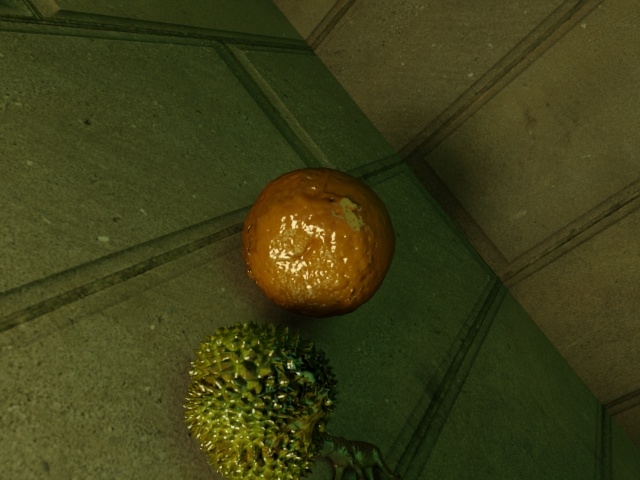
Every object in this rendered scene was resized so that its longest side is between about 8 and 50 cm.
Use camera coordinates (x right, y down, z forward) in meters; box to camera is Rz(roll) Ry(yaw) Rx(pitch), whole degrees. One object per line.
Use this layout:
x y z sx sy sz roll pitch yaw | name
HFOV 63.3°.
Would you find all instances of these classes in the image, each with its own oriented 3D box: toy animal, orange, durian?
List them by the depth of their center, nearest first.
-0.090 0.263 0.876 0.291 0.224 0.291 36 34 -30 | durian
0.078 0.445 1.044 0.241 0.057 0.099 23 39 -33 | toy animal
0.000 0.000 1.174 0.340 0.340 0.293 48 20 -2 | orange
